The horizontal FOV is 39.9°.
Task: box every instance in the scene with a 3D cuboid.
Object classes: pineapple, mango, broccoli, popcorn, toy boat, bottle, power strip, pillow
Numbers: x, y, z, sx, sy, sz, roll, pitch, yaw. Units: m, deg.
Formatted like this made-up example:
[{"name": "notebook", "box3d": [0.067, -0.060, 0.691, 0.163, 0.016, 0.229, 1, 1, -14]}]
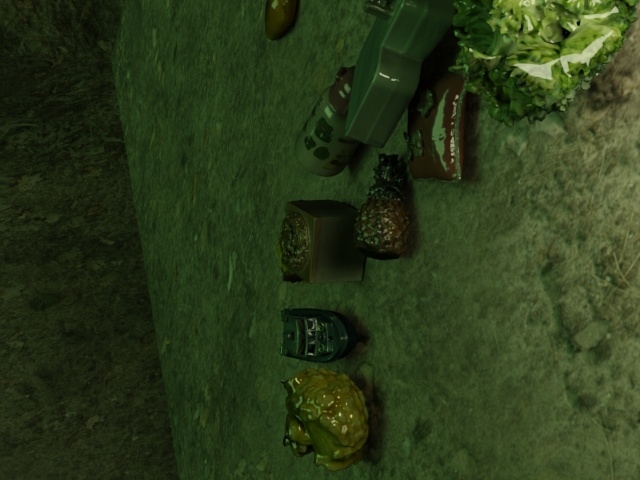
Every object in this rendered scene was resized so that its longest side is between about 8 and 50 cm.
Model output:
[{"name": "pineapple", "box3d": [-0.064, 0.044, 2.067, 0.137, 0.069, 0.116, -135, 43, -69]}, {"name": "mango", "box3d": [-0.104, -0.548, 2.133, 0.187, 0.066, 0.101, 128, 137, -67]}, {"name": "broccoli", "box3d": [0.262, -0.351, 1.080, 0.338, 0.317, 0.277, -42, 24, 8]}, {"name": "popcorn", "box3d": [0.007, 0.359, 1.772, 0.218, 0.170, 0.189, -144, 57, -66]}, {"name": "toy boat", "box3d": [-0.013, 0.201, 1.870, 0.296, 0.122, 0.114, 173, 96, -66]}, {"name": "pineapple", "box3d": [0.118, -0.065, 1.616, 0.108, 0.108, 0.197, 160, 120, -65]}, {"name": "bottle", "box3d": [0.042, -0.239, 1.740, 0.253, 0.121, 0.120, 126, 137, -52]}, {"name": "power strip", "box3d": [0.109, -0.322, 1.486, 0.261, 0.141, 0.229, 119, 166, -47]}, {"name": "pillow", "box3d": [0.187, -0.185, 1.465, 0.171, 0.075, 0.179, -168, 78, -68]}]

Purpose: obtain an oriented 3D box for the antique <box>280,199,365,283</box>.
[{"name": "antique", "box3d": [0.000, 0.000, 1.807, 0.152, 0.148, 0.146, 31, 121, 60]}]
